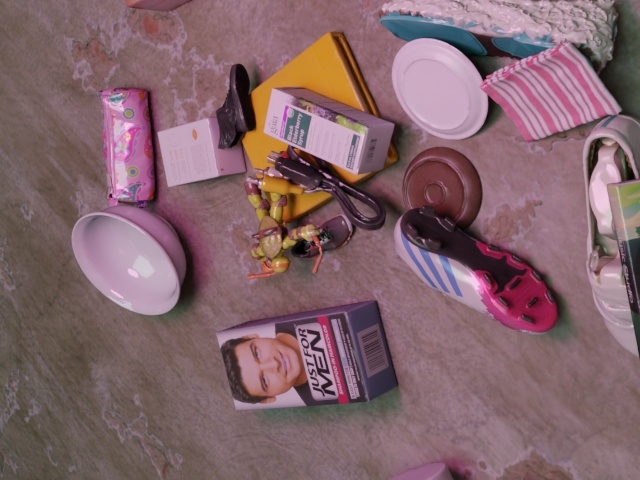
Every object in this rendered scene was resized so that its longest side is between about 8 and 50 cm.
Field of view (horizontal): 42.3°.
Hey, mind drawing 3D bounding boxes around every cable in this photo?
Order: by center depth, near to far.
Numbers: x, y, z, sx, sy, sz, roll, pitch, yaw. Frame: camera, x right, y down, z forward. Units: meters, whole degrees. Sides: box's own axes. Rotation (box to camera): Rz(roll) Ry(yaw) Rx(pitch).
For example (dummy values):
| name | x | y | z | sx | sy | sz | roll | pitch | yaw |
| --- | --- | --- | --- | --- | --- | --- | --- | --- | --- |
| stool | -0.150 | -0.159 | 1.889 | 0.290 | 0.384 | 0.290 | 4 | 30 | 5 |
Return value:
| name | x | y | z | sx | sy | sz | roll | pitch | yaw |
| --- | --- | --- | --- | --- | --- | --- | --- | --- | --- |
| cable | 0.007 | -0.107 | 1.612 | 0.287 | 0.139 | 0.072 | 27 | 143 | 10 |

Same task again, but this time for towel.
| name | x | y | z | sx | sy | sz | roll | pitch | yaw |
| --- | --- | --- | --- | --- | --- | --- | --- | --- | --- |
| towel | 0.361 | -0.229 | 1.313 | 0.144 | 0.029 | 0.197 | 44 | 154 | -18 |

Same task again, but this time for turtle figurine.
| name | x | y | z | sx | sy | sz | roll | pitch | yaw |
| --- | --- | --- | --- | --- | --- | --- | --- | --- | --- |
| turtle figurine | -0.104 | -0.020 | 1.702 | 0.269 | 0.087 | 0.217 | -22 | 77 | 53 |

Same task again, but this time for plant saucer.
| name | x | y | z | sx | sy | sz | roll | pitch | yaw |
| --- | --- | --- | --- | --- | --- | --- | --- | --- | --- |
| plant saucer | 0.218 | -0.089 | 1.536 | 0.168 | 0.029 | 0.168 | 8 | 104 | 37 |

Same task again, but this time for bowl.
| name | x | y | z | sx | sy | sz | roll | pitch | yaw |
| --- | --- | --- | --- | --- | --- | --- | --- | --- | --- |
| bowl | -0.428 | 0.023 | 1.966 | 0.298 | 0.134 | 0.298 | 17 | 133 | 19 |

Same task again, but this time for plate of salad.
| name | x | y | z | sx | sy | sz | roll | pitch | yaw |
| --- | --- | --- | --- | --- | --- | --- | --- | --- | --- |
| plate of salad | 0.214 | -0.270 | 1.469 | 0.200 | 0.048 | 0.200 | 30 | 144 | 25 |

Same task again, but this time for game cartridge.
| name | x | y | z | sx | sy | sz | roll | pitch | yaw |
| --- | --- | --- | --- | --- | --- | --- | --- | --- | --- |
| game cartridge | -0.023 | -0.219 | 1.687 | 0.324 | 0.053 | 0.285 | -28 | 82 | 41 |

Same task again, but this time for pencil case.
| name | x | y | z | sx | sy | sz | roll | pitch | yaw |
| --- | --- | --- | --- | --- | --- | --- | --- | --- | --- |
| pencil case | -0.464 | -0.222 | 1.982 | 0.124 | 0.124 | 0.284 | 8 | 104 | 37 |

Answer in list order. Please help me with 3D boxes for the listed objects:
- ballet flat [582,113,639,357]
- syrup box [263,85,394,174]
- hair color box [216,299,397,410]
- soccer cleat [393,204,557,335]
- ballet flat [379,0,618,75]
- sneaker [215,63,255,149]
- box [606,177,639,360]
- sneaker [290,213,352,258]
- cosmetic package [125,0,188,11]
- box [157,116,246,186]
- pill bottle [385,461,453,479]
| name | x | y | z | sx | sy | sz | roll | pitch | yaw |
| --- | --- | --- | --- | --- | --- | --- | --- | --- | --- |
| ballet flat | 0.467 | 0.004 | 1.295 | 0.139 | 0.139 | 0.400 | -4 | 98 | 38 |
| syrup box | 0.012 | -0.212 | 1.565 | 0.237 | 0.096 | 0.093 | 27 | 116 | 30 |
| hair color box | -0.037 | 0.249 | 1.753 | 0.374 | 0.114 | 0.185 | -14 | 91 | 40 |
| soccer cleat | 0.273 | 0.065 | 1.490 | 0.331 | 0.116 | 0.143 | 38 | 152 | 16 |
| ballet flat | 0.297 | -0.369 | 1.371 | 0.409 | 0.147 | 0.147 | 21 | 112 | 30 |
| sneaker | -0.188 | -0.280 | 1.742 | 0.089 | 0.051 | 0.170 | -3 | 102 | 36 |
| box | 0.564 | 0.051 | 1.200 | 0.232 | 0.058 | 0.322 | -12 | 92 | 3 |
| sneaker | 0.000 | 0.000 | 1.700 | 0.158 | 0.065 | 0.061 | -36 | 76 | 38 |
| cosmetic package | -0.290 | -0.608 | 1.757 | 0.296 | 0.129 | 0.153 | -14 | 90 | 39 |
| box | -0.266 | -0.198 | 1.849 | 0.170 | 0.091 | 0.130 | -7 | 95 | 39 |
| pill bottle | 0.231 | 0.638 | 1.556 | 0.224 | 0.224 | 0.392 | -28 | 82 | 38 |
